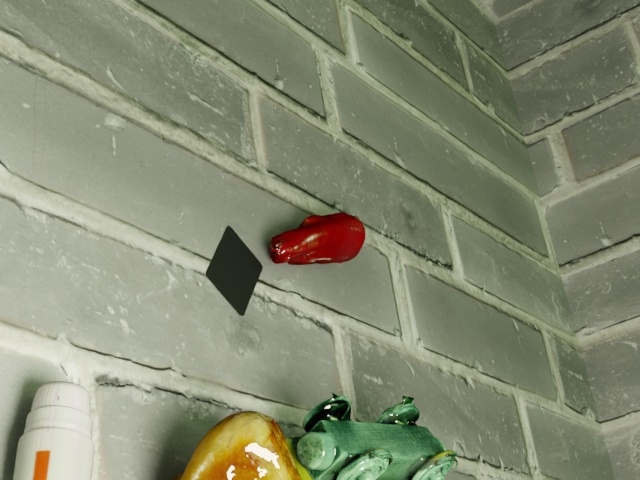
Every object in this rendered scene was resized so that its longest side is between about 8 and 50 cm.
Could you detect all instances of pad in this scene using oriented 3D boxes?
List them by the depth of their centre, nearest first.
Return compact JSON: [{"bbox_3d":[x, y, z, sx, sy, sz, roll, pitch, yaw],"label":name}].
[{"bbox_3d":[-0.156,0.055,2.057,0.112,0.003,0.157,52,31,-22],"label":"pad"}]

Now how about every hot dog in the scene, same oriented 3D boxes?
[{"bbox_3d":[-0.100,0.460,1.615,0.185,0.223,0.405,89,-22,-84],"label":"hot dog"}]

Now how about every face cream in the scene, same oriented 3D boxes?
[{"bbox_3d":[-0.344,0.337,1.425,0.102,0.102,0.346,36,41,-42],"label":"face cream"}]

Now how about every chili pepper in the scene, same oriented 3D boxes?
[{"bbox_3d":[0.000,0.000,2.254,0.387,0.110,0.110,-9,76,-59],"label":"chili pepper"}]

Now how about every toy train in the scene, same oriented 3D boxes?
[{"bbox_3d":[0.054,0.390,1.882,0.397,0.253,0.160,15,31,-53],"label":"toy train"}]
